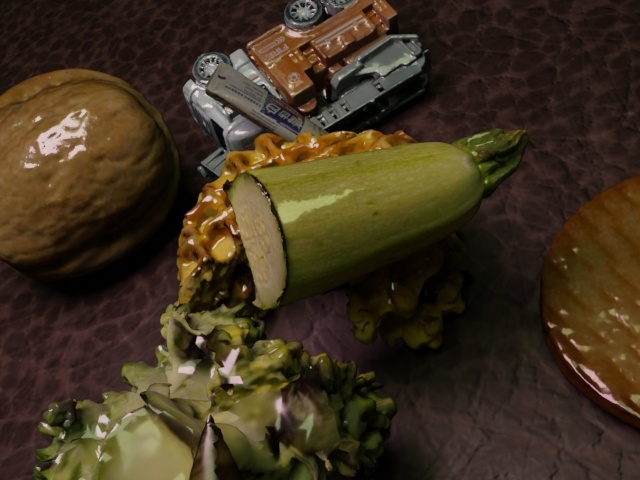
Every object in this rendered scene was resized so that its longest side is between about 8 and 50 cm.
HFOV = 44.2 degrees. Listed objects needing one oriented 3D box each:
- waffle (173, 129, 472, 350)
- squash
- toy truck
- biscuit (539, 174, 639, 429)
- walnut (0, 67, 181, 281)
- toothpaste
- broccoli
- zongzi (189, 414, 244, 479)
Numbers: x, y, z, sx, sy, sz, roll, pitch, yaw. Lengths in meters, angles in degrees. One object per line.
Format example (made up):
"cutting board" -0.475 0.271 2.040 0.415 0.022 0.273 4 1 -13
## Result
"waffle" 0.000 0.000 0.875 0.324 0.151 0.261 4 58 24
"squash" 0.056 -0.028 0.702 0.288 0.137 0.137 -14 49 6
"toy truck" -0.029 -0.196 1.059 0.338 0.133 0.184 -34 64 -9
"biscuit" 0.369 0.051 0.744 0.318 0.040 0.317 -12 48 14
"walnut" -0.321 -0.086 1.018 0.283 0.227 0.282 0 87 -7
"toothpaste" -0.035 -0.140 0.970 0.038 0.233 0.060 -37 27 47
"broccoli" -0.087 0.221 0.681 0.334 0.324 0.272 -52 8 -10
"zongzi" -0.151 0.379 0.504 0.403 0.208 0.432 -24 79 12
